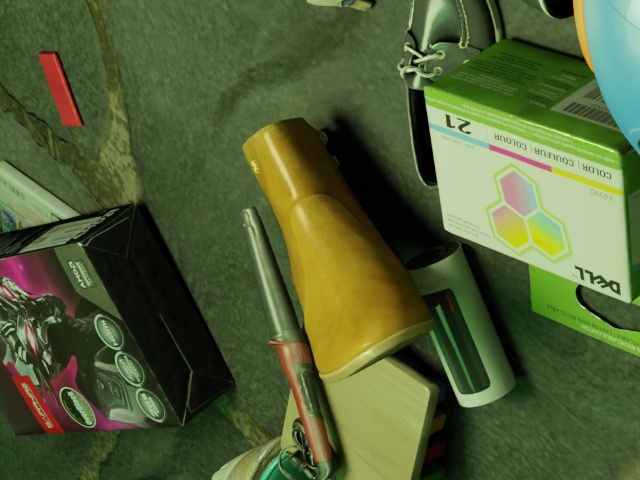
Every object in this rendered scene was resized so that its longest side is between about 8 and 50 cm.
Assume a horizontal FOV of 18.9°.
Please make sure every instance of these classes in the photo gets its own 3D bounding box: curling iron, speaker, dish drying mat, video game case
[{"bbox_3d":[-0.037,0.103,1.791,0.068,0.035,0.274,-11,96,47],"label":"curling iron"},{"bbox_3d":[0.119,0.071,1.640,0.055,0.055,0.136,-3,114,54],"label":"speaker"},{"bbox_3d":[-0.273,-0.159,2.015,0.032,0.008,0.083,8,123,49],"label":"dish drying mat"},{"bbox_3d":[-0.312,0.000,2.193,0.157,0.019,0.143,33,140,33],"label":"video game case"}]

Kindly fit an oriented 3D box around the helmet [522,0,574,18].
[{"bbox_3d":[0.166,-0.231,1.223,0.161,0.169,0.169,-9,110,39],"label":"helmet"}]

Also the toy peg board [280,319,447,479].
[{"bbox_3d":[0.055,0.158,1.799,0.161,0.079,0.161,32,124,35],"label":"toy peg board"}]

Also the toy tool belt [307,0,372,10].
[{"bbox_3d":[0.021,-0.220,1.541,0.051,0.052,0.083,15,141,5],"label":"toy tool belt"}]

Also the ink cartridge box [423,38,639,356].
[{"bbox_3d":[0.190,-0.002,1.443,0.189,0.097,0.255,23,134,41],"label":"ink cartridge box"}]

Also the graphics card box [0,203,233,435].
[{"bbox_3d":[-0.277,0.097,2.131,0.371,0.094,0.233,-9,112,50],"label":"graphics card box"}]

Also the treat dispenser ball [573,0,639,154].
[{"bbox_3d":[0.279,-0.142,1.024,0.288,0.288,0.288,34,140,33],"label":"treat dispenser ball"}]

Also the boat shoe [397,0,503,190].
[{"bbox_3d":[0.096,-0.131,1.489,0.075,0.065,0.206,24,135,41],"label":"boat shoe"}]

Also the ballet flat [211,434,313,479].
[{"bbox_3d":[-0.069,0.295,2.042,0.106,0.107,0.316,43,144,35],"label":"ballet flat"}]

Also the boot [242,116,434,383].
[{"bbox_3d":[0.001,0.000,1.606,0.211,0.104,0.295,64,179,-4],"label":"boot"}]
